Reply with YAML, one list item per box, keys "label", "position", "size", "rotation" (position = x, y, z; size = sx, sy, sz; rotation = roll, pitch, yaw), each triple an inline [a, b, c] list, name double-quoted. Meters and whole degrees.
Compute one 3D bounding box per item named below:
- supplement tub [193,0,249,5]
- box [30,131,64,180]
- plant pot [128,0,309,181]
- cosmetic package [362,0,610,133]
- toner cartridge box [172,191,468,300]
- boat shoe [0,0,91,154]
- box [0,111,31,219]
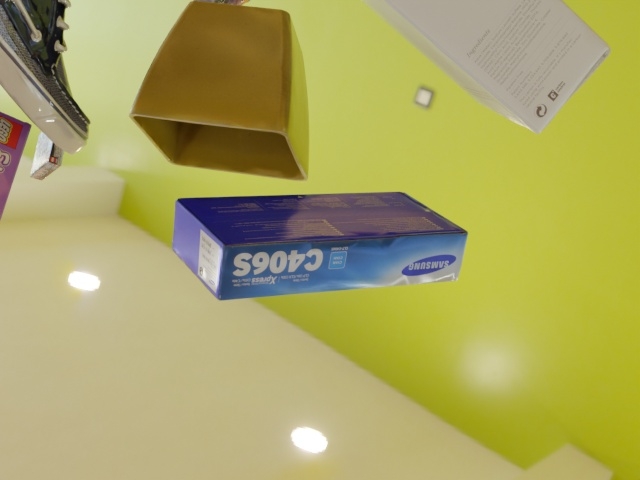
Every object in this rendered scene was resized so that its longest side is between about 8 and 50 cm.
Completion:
- label: "supplement tub"
  position: [-0.130, -0.460, 1.618]
  size: [0.106, 0.106, 0.198]
  rotation: [31, -126, 35]
- label: "box"
  position: [-0.519, -0.175, 1.839]
  size: [0.027, 0.094, 0.137]
  rotation: [15, 163, -28]
- label: "plant pot"
  position: [-0.119, -0.212, 1.335]
  size: [0.212, 0.187, 0.212]
  rotation: [7, 167, 9]
- label: "cosmetic package"
  position: [0.165, -0.328, 1.261]
  size: [0.385, 0.156, 0.217]
  rotation: [37, -173, -25]
- label: "toner cartridge box"
  position: [0.000, 0.000, 1.239]
  size: [0.347, 0.075, 0.165]
  rotation: [-3, -156, -28]
- label: "boat shoe"
  position: [-0.311, -0.246, 1.052]
  size: [0.127, 0.158, 0.340]
  rotation: [44, 170, 36]
- label: "box"
  position: [-0.432, -0.043, 0.981]
  size: [0.200, 0.057, 0.293]
  rotation: [24, -133, -23]
